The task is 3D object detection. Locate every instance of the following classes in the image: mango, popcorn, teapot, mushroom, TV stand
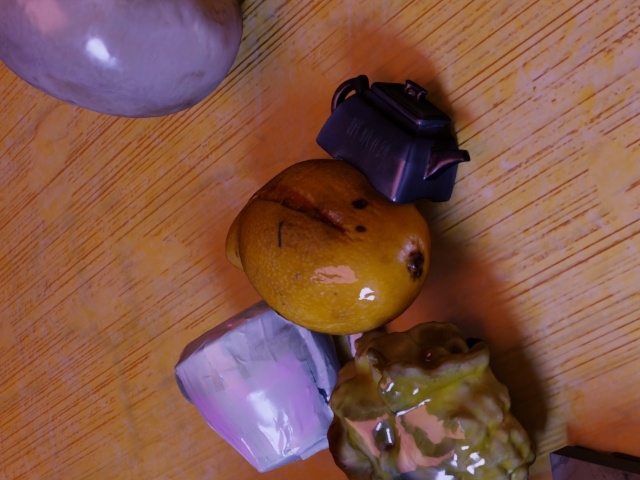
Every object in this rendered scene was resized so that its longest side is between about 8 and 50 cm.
[{"bbox_3d":[-0.003,-0.003,1.721,0.295,0.177,0.120,25,164,51],"label":"mango"},{"bbox_3d":[0.108,0.170,1.655,0.218,0.169,0.189,5,114,40],"label":"popcorn"},{"bbox_3d":[-0.026,0.146,1.860,0.178,0.222,0.163,60,-179,2],"label":"teapot"},{"bbox_3d":[-0.215,-0.284,1.813,0.297,0.297,0.290,33,106,41],"label":"mushroom"},{"bbox_3d":[0.308,0.228,1.523,0.256,0.040,0.049,7,110,51],"label":"TV stand"},{"bbox_3d":[0.075,-0.107,1.659,0.177,0.087,0.096,40,118,35],"label":"teapot"}]

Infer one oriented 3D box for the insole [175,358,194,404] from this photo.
[{"bbox_3d":[-0.118,0.147,2.065,0.232,0.003,0.080,-36,75,52],"label":"insole"}]
